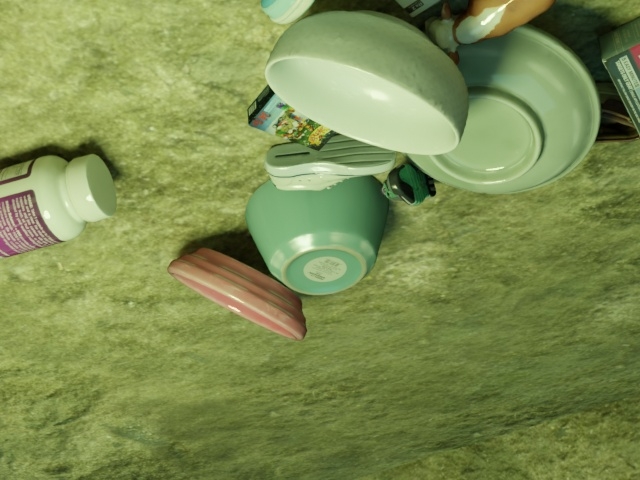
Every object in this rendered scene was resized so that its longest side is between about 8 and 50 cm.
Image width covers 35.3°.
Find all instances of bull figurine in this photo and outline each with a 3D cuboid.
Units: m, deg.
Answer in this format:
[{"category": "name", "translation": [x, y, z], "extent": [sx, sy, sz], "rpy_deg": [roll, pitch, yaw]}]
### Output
[{"category": "bull figurine", "translation": [0.306, -0.394, 1.574], "extent": [0.310, 0.188, 0.101], "rpy_deg": [-25, 107, 44]}]

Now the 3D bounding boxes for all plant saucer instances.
[{"category": "plant saucer", "translation": [-0.168, 0.109, 2.181], "extent": [0.332, 0.084, 0.332], "rpy_deg": [27, 170, 5]}, {"category": "plant saucer", "translation": [0.294, -0.209, 1.807], "extent": [0.401, 0.100, 0.400], "rpy_deg": [11, 137, 10]}]

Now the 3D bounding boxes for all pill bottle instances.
[{"category": "pill bottle", "translation": [-0.552, -0.066, 1.923], "extent": [0.302, 0.169, 0.169], "rpy_deg": [-14, 144, 12]}]

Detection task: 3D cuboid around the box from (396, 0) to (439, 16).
[{"category": "box", "translation": [0.156, -0.467, 1.519], "extent": [0.181, 0.119, 0.182], "rpy_deg": [-28, 139, 27]}]

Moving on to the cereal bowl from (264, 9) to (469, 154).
[{"category": "cereal bowl", "translation": [0.088, -0.270, 1.625], "extent": [0.339, 0.141, 0.339], "rpy_deg": [21, 170, 4]}]

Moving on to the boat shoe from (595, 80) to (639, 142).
[{"category": "boat shoe", "translation": [0.443, -0.225, 1.893], "extent": [0.342, 0.123, 0.123], "rpy_deg": [1, 144, -10]}]

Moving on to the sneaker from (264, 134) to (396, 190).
[{"category": "sneaker", "translation": [0.022, -0.148, 1.973], "extent": [0.258, 0.094, 0.091], "rpy_deg": [-1, 146, 9]}]

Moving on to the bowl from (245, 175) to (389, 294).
[{"category": "bowl", "translation": [0.000, 0.000, 2.107], "extent": [0.312, 0.163, 0.311], "rpy_deg": [-4, 143, -3]}]

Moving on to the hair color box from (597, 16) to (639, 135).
[{"category": "hair color box", "translation": [0.694, -0.339, 1.731], "extent": [0.374, 0.113, 0.185], "rpy_deg": [-25, 116, 23]}]

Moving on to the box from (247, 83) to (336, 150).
[{"category": "box", "translation": [-0.006, -0.269, 1.832], "extent": [0.159, 0.044, 0.233], "rpy_deg": [18, 138, -29]}]

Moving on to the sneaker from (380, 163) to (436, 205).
[{"category": "sneaker", "translation": [0.155, -0.100, 1.999], "extent": [0.098, 0.083, 0.224], "rpy_deg": [-14, 175, 23]}]

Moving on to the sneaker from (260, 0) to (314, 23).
[{"category": "sneaker", "translation": [-0.071, -0.474, 1.475], "extent": [0.208, 0.127, 0.319], "rpy_deg": [10, 132, -25]}]
